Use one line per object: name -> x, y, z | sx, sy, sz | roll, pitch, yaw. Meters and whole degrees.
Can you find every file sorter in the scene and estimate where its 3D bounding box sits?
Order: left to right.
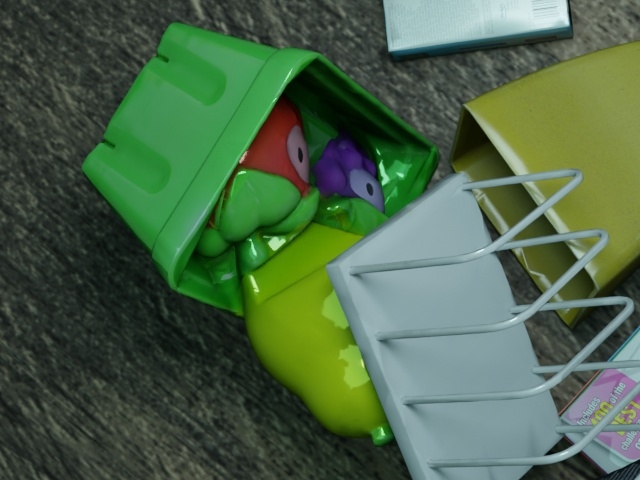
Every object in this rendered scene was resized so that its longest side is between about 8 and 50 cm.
file sorter -> 0.171, 0.095, 1.678 | 0.173, 0.193, 0.278 | -8, 110, 44

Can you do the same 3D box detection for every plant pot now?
plant pot -> 0.266, -0.068, 1.847 | 0.187, 0.212, 0.212 | -33, 79, -8

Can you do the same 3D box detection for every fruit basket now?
fruit basket -> 0.000, 0.000, 1.800 | 0.392, 0.392, 0.283 | 33, 92, 12

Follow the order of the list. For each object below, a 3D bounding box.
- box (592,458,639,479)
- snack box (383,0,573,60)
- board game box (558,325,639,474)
box -> 0.285, 0.399, 1.758 | 0.312, 0.179, 0.343 | -27, 88, 17
snack box -> 0.147, -0.355, 1.959 | 0.187, 0.060, 0.322 | -7, 84, 10
board game box -> 0.420, 0.195, 1.852 | 0.316, 0.064, 0.242 | 43, 94, 12
